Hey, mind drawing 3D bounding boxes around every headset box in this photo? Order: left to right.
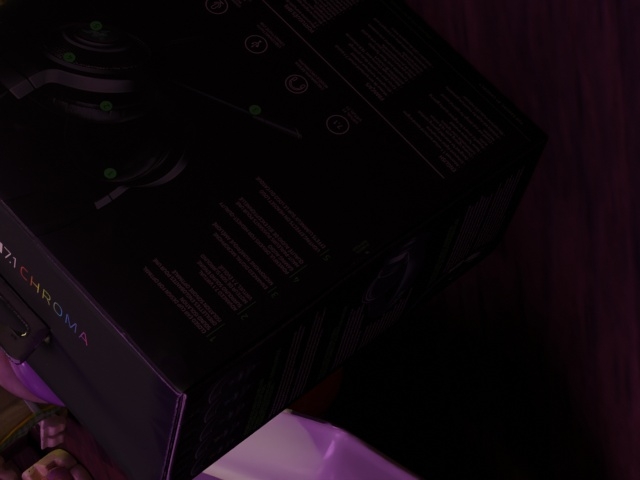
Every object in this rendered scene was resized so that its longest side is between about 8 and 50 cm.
[{"bbox_3d":[-0.069,-0.033,1.039,0.246,0.283,0.131,44,150,17],"label":"headset box"}]

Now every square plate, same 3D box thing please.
[{"bbox_3d":[0.012,0.183,1.236,0.347,0.049,0.344,38,164,-34],"label":"square plate"}]

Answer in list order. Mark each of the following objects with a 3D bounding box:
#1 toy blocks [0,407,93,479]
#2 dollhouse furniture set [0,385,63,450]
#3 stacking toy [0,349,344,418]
[{"bbox_3d":[-0.336,0.313,1.843,0.288,0.260,0.309,44,150,21],"label":"toy blocks"},{"bbox_3d":[-0.326,0.045,1.603,0.301,0.197,0.151,54,151,3],"label":"dollhouse furniture set"},{"bbox_3d":[-0.110,0.078,1.396,0.330,0.141,0.141,11,130,46],"label":"stacking toy"}]
